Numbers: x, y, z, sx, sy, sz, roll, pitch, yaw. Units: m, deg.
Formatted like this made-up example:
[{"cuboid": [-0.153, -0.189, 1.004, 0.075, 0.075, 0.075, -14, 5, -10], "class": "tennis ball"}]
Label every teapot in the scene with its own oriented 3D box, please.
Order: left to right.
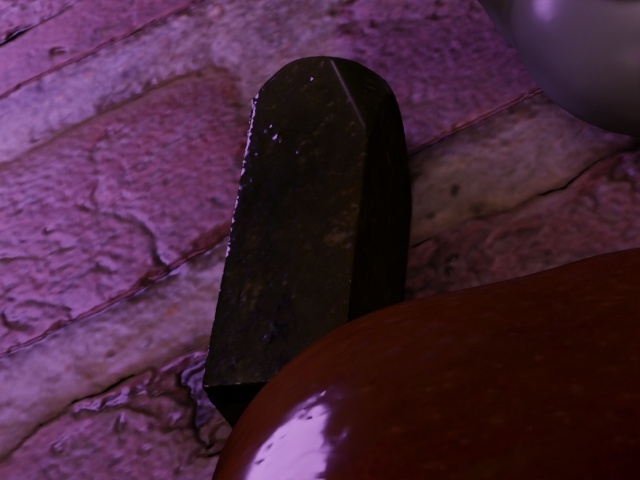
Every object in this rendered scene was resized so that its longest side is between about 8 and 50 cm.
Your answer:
[{"cuboid": [0.139, -0.146, 0.979, 0.318, 0.149, 0.220, -25, 50, 4], "class": "teapot"}]

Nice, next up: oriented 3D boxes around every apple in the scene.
[{"cuboid": [0.092, 0.151, 0.716, 0.316, 0.288, 0.288, -20, 51, -1], "class": "apple"}]

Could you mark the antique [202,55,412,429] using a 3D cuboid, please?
[{"cuboid": [0.000, 0.000, 0.979, 0.080, 0.081, 0.221, -4, 56, 19], "class": "antique"}]
